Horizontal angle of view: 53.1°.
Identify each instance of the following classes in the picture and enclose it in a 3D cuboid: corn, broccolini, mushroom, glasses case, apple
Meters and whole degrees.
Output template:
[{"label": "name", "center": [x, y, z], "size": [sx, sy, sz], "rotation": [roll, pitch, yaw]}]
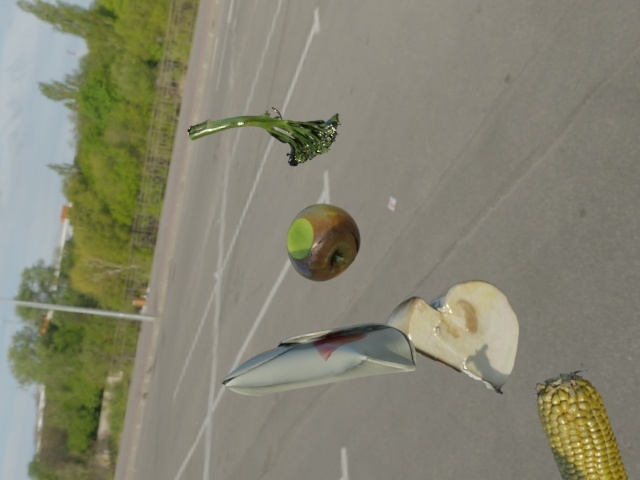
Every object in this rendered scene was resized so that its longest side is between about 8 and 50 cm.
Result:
[{"label": "corn", "center": [0.430, 0.360, 1.010], "size": [0.106, 0.106, 0.305], "rotation": [-41, 65, 65]}, {"label": "broccolini", "center": [-0.102, -0.179, 1.142], "size": [0.123, 0.272, 0.062], "rotation": [106, 154, -43]}, {"label": "mushroom", "center": [0.250, 0.154, 1.228], "size": [0.173, 0.236, 0.162], "rotation": [-64, 14, -7]}, {"label": "glasses case", "center": [-0.014, 0.184, 0.992], "size": [0.308, 0.128, 0.083], "rotation": [-17, 72, 31]}, {"label": "apple", "center": [0.005, 0.000, 1.394], "size": [0.147, 0.146, 0.163], "rotation": [43, 117, 41]}]
